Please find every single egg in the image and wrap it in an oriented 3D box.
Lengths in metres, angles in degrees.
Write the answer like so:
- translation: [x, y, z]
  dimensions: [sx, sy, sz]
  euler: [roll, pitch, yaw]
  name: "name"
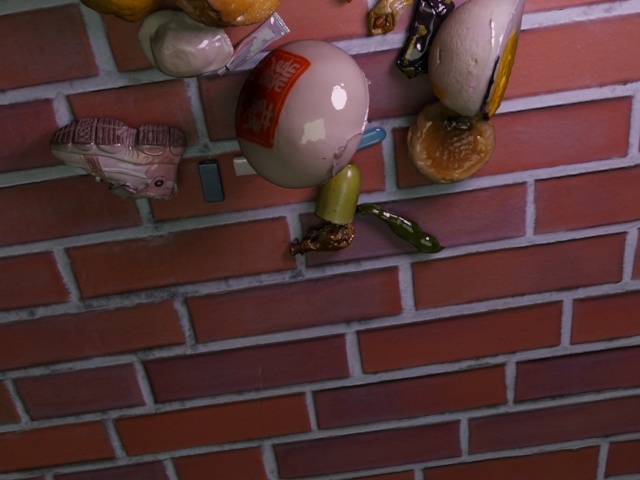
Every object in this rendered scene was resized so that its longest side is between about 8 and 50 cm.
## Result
- translation: [0.373, -0.464, 1.663]
  dimensions: [0.200, 0.337, 0.337]
  euler: [17, 118, 14]
  name: "egg"

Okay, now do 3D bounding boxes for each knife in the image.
- translation: [0.079, -0.259, 1.882]
  dimensions: [0.221, 0.031, 0.064]
  euler: [-24, 128, 6]
  name: "knife"

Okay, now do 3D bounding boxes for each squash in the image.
- translation: [0.055, -0.142, 1.894]
  dimensions: [0.123, 0.123, 0.187]
  euler: [9, 116, -8]
  name: "squash"

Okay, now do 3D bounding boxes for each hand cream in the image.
- translation: [-0.183, -0.498, 1.738]
  dimensions: [0.216, 0.038, 0.052]
  euler: [-35, 139, 8]
  name: "hand cream"

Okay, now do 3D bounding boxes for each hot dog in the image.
- translation: [0.175, -0.582, 1.696]
  dimensions: [0.078, 0.061, 0.169]
  euler: [29, 112, -16]
  name: "hot dog"

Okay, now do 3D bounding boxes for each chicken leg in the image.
- translation: [0.001, 0.001, 1.986]
  dimensions: [0.207, 0.101, 0.085]
  euler: [-17, 89, 16]
  name: "chicken leg"

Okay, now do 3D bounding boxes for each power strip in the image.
- translation: [-0.308, -0.168, 1.904]
  dimensions: [0.056, 0.032, 0.123]
  euler: [-7, 118, -1]
  name: "power strip"

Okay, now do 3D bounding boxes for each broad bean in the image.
- translation: [0.227, -0.038, 2.001]
  dimensions: [0.317, 0.056, 0.098]
  euler: [21, 135, -5]
  name: "broad bean"

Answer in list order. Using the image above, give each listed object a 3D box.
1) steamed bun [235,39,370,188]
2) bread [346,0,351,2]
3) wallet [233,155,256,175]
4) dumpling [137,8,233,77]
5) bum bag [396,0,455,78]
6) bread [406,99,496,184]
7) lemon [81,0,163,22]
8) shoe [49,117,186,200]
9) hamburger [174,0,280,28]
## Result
- translation: [-0.071, -0.313, 1.642]
  dimensions: [0.241, 0.374, 0.375]
  euler: [12, 119, -35]
  name: "steamed bun"
- translation: [0.086, -0.634, 1.678]
  dimensions: [0.083, 0.036, 0.047]
  euler: [-39, 122, 15]
  name: "bread"
- translation: [-0.181, -0.214, 1.893]
  dimensions: [0.122, 0.025, 0.061]
  euler: [-7, 125, 0]
  name: "wallet"
- translation: [-0.339, -0.488, 1.679]
  dimensions: [0.250, 0.132, 0.163]
  euler: [4, 128, 11]
  name: "dumpling"
- translation: [0.270, -0.526, 1.733]
  dimensions: [0.106, 0.060, 0.233]
  euler: [9, 117, -15]
  name: "bum bag"
- translation: [0.345, -0.275, 1.834]
  dimensions: [0.244, 0.134, 0.245]
  euler: [-2, 116, -5]
  name: "bread"
- translation: [-0.452, -0.649, 1.499]
  dimensions: [0.296, 0.297, 0.297]
  euler: [-2, 118, -3]
  name: "lemon"
- translation: [-0.535, -0.201, 1.795]
  dimensions: [0.350, 0.172, 0.198]
  euler: [5, 121, -4]
  name: "shoe"
- translation: [-0.210, -0.625, 1.522]
  dimensions: [0.170, 0.314, 0.290]
  euler: [25, 113, 24]
  name: "hamburger"
